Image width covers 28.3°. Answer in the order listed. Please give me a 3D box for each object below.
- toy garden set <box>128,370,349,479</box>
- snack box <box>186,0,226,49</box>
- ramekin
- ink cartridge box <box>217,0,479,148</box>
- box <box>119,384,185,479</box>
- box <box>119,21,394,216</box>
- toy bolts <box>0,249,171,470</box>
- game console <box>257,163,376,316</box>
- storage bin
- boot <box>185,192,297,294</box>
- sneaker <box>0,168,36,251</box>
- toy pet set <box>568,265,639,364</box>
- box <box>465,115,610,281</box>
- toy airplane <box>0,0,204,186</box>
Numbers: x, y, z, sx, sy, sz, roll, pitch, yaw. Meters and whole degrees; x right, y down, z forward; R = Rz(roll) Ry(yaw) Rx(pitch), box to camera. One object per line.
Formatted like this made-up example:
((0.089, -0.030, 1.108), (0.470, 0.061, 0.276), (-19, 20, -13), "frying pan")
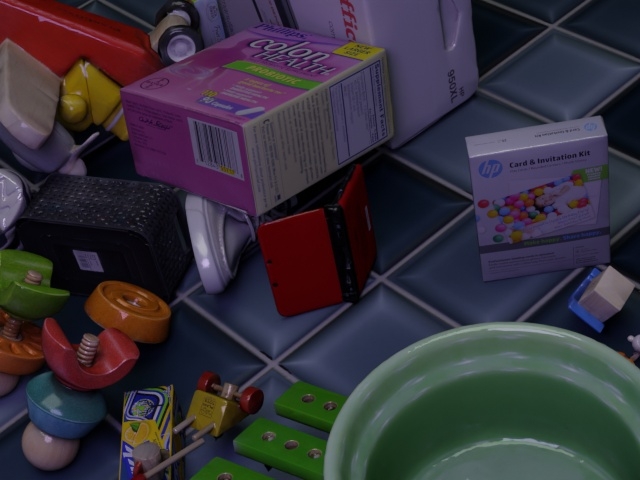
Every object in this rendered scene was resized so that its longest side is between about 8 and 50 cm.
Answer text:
((-0.083, 0.216, 1.193), (0.203, 0.049, 0.244), (14, 35, 32), "toy garden set")
((-0.169, -0.301, 1.790), (0.037, 0.141, 0.100), (-27, 43, -16), "snack box")
((0.163, 0.230, 1.117), (0.303, 0.148, 0.303), (-7, 42, 6), "ramekin")
((0.004, -0.336, 1.676), (0.166, 0.286, 0.395), (-37, 46, -22), "ink cartridge box")
((-0.168, 0.228, 1.271), (0.054, 0.059, 0.169), (-10, 41, 3), "box")
((-0.072, -0.153, 1.514), (0.213, 0.117, 0.243), (20, 39, 40), "box")
((-0.270, 0.142, 1.376), (0.218, 0.159, 0.228), (15, 18, -30), "toy bolts")
((0.000, 0.000, 1.414), (0.085, 0.144, 0.124), (7, 45, 20), "game console")
((-0.252, -0.001, 1.497), (0.180, 0.122, 0.084), (6, 45, 20), "storage bin")
((-0.089, -0.039, 1.514), (0.123, 0.095, 0.258), (-12, 38, 4), "boot")
((-0.423, 0.019, 1.557), (0.094, 0.153, 0.235), (29, 92, 5), "sneaker")
((0.313, 0.090, 1.318), (0.114, 0.065, 0.122), (39, 59, 2), "toy pet set")
((0.237, -0.042, 1.368), (0.145, 0.186, 0.038), (-9, 42, 4), "box")
((-0.362, -0.218, 1.654), (0.384, 0.273, 0.386), (34, 25, 25), "toy airplane")
